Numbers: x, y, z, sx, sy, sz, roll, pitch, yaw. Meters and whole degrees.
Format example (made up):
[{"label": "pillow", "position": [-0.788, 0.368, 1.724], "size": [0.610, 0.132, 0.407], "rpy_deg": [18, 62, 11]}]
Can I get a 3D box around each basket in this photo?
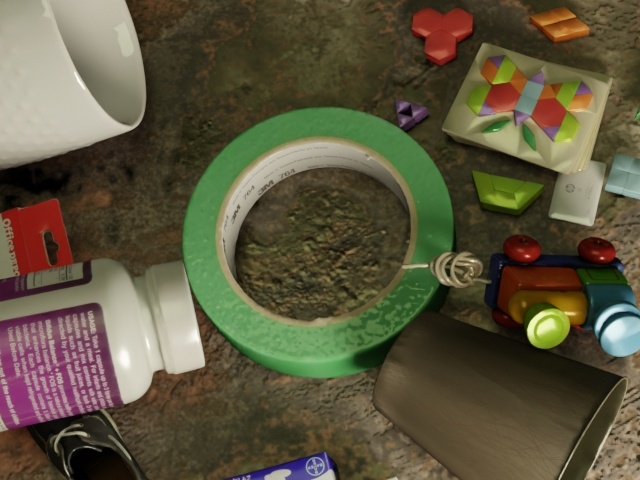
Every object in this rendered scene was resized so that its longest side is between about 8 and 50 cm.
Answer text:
[{"label": "basket", "position": [0.184, 0.181, 1.416], "size": [0.227, 0.154, 0.204], "rpy_deg": [30, 103, 23]}]

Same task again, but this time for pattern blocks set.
[{"label": "pattern blocks set", "position": [0.253, -0.165, 1.603], "size": [0.325, 0.026, 0.285], "rpy_deg": [7, 68, 11]}]

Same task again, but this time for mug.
[{"label": "mug", "position": [-0.435, -0.241, 1.560], "size": [0.328, 0.374, 0.276], "rpy_deg": [-16, 56, 12]}]

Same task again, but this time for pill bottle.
[{"label": "pill bottle", "position": [-0.288, 0.114, 1.468], "size": [0.302, 0.169, 0.169], "rpy_deg": [-11, 67, -6]}]

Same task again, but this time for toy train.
[{"label": "toy train", "position": [0.221, 0.068, 1.419], "size": [0.248, 0.105, 0.143], "rpy_deg": [2, 25, -9]}]

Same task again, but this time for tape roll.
[{"label": "tape roll", "position": [0.000, 0.000, 1.556], "size": [0.321, 0.077, 0.321], "rpy_deg": [-3, 68, 7]}]

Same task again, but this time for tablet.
[{"label": "tablet", "position": [0.307, -0.060, 1.569], "size": [0.054, 0.006, 0.083], "rpy_deg": [12, 71, 13]}]

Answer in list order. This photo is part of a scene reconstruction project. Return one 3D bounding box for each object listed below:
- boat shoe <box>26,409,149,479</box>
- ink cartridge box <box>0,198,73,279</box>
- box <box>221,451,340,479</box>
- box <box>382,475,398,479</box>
[{"label": "boat shoe", "position": [-0.272, 0.235, 1.505], "size": [0.084, 0.079, 0.233], "rpy_deg": [-42, 66, -8]}, {"label": "ink cartridge box", "position": [-0.405, 0.050, 1.596], "size": [0.231, 0.078, 0.134], "rpy_deg": [-18, 68, 1]}, {"label": "box", "position": [-0.032, 0.317, 1.438], "size": [0.126, 0.072, 0.137], "rpy_deg": [-16, 68, 3]}, {"label": "box", "position": [0.102, 0.413, 1.384], "size": [0.067, 0.063, 0.324], "rpy_deg": [-19, 67, 2]}]
